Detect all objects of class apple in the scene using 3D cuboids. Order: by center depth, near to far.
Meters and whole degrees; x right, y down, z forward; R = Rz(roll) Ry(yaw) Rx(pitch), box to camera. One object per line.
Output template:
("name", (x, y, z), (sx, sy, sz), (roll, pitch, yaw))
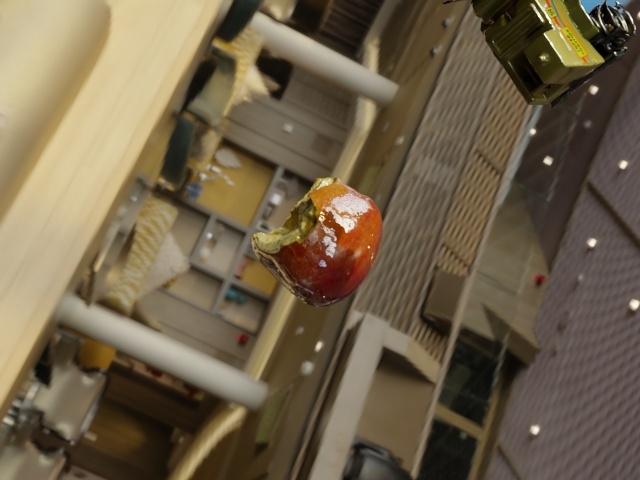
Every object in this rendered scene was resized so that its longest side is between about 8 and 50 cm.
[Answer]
("apple", (0.007, 0.002, 1.194), (0.158, 0.147, 0.156), (-42, 170, -11))

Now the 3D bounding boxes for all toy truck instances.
("toy truck", (0.187, -0.261, 0.913), (0.127, 0.257, 0.127), (-19, 166, -44))
